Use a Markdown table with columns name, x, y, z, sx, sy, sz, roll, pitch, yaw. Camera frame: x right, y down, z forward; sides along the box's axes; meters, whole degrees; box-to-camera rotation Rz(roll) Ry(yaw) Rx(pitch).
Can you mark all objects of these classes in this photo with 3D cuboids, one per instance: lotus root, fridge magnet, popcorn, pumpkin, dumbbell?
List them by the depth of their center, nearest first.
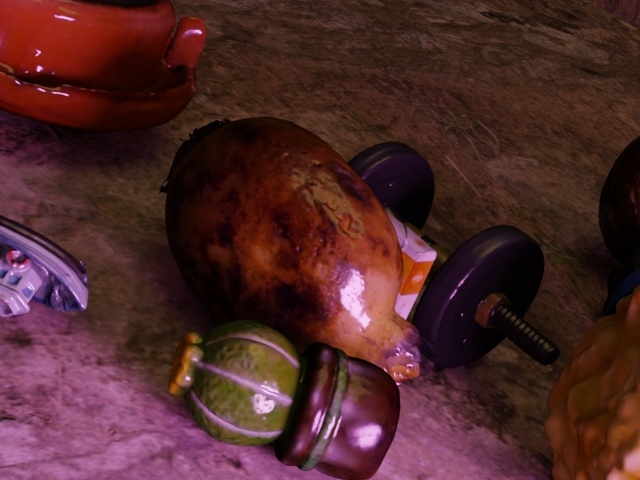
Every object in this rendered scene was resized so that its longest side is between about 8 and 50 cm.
| name | x | y | z | sx | sy | sz | roll | pitch | yaw |
| --- | --- | --- | --- | --- | --- | --- | --- | --- | --- |
| popcorn | 0.293 | 0.156 | 1.036 | 0.258 | 0.224 | 0.270 | 46 | 19 | 29 |
| lotus root | -0.028 | 0.003 | 1.114 | 0.141 | 0.169 | 0.314 | -4 | 39 | -49 |
| dumbbell | 0.095 | 0.012 | 1.252 | 0.143 | 0.143 | 0.325 | -3 | 35 | -48 |
| fridge magnet | -0.293 | -0.225 | 1.370 | 0.363 | 0.155 | 0.363 | 20 | 22 | -8 |
| pumpkin | 0.450 | -0.013 | 1.623 | 0.232 | 0.242 | 0.325 | 0 | 0 | 12 |

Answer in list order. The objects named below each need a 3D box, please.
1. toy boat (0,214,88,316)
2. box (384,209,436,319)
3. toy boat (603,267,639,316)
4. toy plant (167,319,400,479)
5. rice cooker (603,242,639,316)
| name | x | y | z | sx | sy | sz | roll | pitch | yaw |
| --- | --- | --- | --- | --- | --- | --- | --- | --- | --- |
| toy boat | -0.238 | 0.021 | 1.018 | 0.140 | 0.059 | 0.066 | 24 | 51 | 3 |
| box | -0.001 | 0.000 | 1.208 | 0.032 | 0.122 | 0.220 | -2 | 34 | -47 |
| toy boat | 0.308 | 0.078 | 1.235 | 0.100 | 0.223 | 0.097 | 29 | 58 | 14 |
| toy plant | -0.029 | 0.111 | 0.976 | 0.162 | 0.093 | 0.093 | 22 | 22 | -10 |
| rice cooker | 0.366 | 0.071 | 1.451 | 0.112 | 0.106 | 0.165 | 17 | 34 | -8 |
